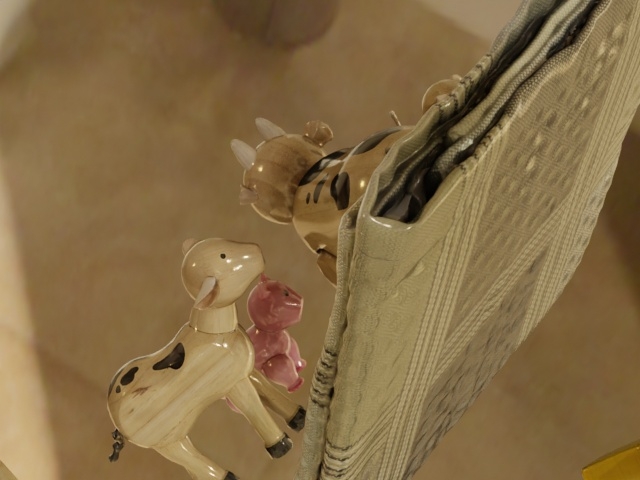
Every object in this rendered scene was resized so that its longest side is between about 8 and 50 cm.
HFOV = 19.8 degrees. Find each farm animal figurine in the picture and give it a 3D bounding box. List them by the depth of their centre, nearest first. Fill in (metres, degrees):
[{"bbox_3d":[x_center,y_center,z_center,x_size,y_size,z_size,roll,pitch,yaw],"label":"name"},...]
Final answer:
[{"bbox_3d":[0.000,0.000,1.278,0.172,0.327,0.330,48,52,-14],"label":"farm animal figurine"}]

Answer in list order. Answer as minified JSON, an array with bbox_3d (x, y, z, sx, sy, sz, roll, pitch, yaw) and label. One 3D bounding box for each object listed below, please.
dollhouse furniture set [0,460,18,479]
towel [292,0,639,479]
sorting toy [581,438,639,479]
[{"bbox_3d":[-0.302,0.261,1.408,0.129,0.129,0.184,45,27,13],"label":"dollhouse furniture set"},{"bbox_3d":[0.075,-0.005,0.902,0.056,0.324,0.312,32,51,16],"label":"towel"},{"bbox_3d":[0.174,0.063,0.567,0.229,0.307,0.041,-22,85,-29],"label":"sorting toy"}]
